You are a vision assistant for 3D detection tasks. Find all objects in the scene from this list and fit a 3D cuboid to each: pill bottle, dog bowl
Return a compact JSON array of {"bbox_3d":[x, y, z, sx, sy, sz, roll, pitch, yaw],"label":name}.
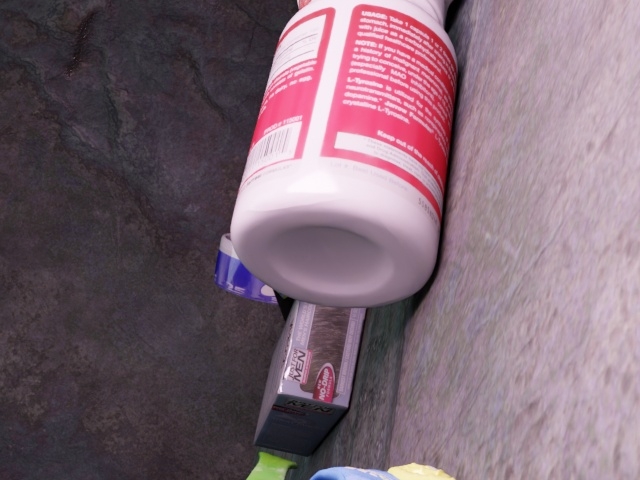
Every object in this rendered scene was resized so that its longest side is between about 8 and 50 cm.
[{"bbox_3d":[0.043,-0.143,1.107,0.229,0.229,0.407,110,173,-57],"label":"pill bottle"},{"bbox_3d":[-0.096,0.064,2.029,0.265,0.265,0.104,-107,30,-82],"label":"dog bowl"}]

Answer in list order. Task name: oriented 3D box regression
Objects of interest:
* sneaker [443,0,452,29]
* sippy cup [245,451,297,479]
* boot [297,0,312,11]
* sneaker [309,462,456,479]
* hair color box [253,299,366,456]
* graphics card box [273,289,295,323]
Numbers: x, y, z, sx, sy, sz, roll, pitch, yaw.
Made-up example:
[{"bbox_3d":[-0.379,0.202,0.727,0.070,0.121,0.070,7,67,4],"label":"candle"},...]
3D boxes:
[{"bbox_3d":[0.143,-0.379,1.258,0.321,0.126,0.127,112,165,-72],"label":"sneaker"},{"bbox_3d":[-0.109,0.471,1.314,0.305,0.240,0.224,-38,-9,-1],"label":"sippy cup"},{"bbox_3d":[0.010,-0.311,1.324,0.176,0.089,0.244,-101,12,-67],"label":"boot"},{"bbox_3d":[0.038,0.207,0.723,0.240,0.126,0.091,117,166,-71],"label":"sneaker"},{"bbox_3d":[-0.024,0.231,1.572,0.374,0.114,0.185,111,171,-64],"label":"hair color box"},{"bbox_3d":[-0.011,-0.008,1.781,0.370,0.094,0.232,-82,-18,-44],"label":"graphics card box"}]
